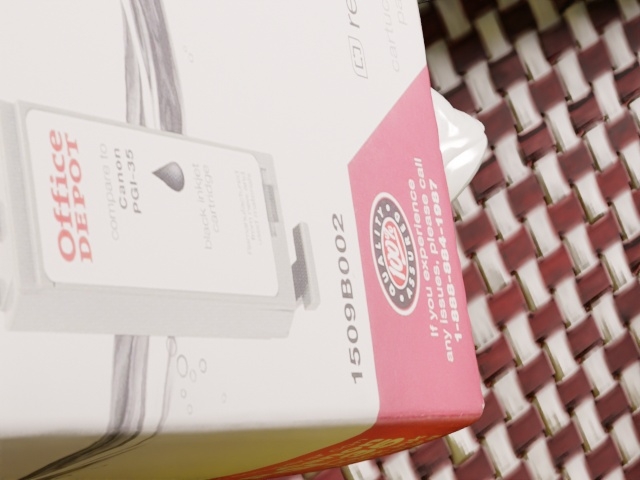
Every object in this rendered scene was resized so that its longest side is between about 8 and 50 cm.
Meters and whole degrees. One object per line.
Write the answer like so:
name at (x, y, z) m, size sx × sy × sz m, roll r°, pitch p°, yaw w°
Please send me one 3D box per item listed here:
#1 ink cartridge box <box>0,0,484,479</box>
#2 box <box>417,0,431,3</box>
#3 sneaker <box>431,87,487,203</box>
ink cartridge box at (-0.085, -0.043, 0.439) m, size 0.283 × 0.117 × 0.207 m, roll 7°, pitch 72°, yaw -61°
box at (0.043, -0.198, 0.686) m, size 0.270 × 0.060 × 0.216 m, roll -18°, pitch 96°, yaw -38°
sneaker at (0.000, 0.000, 0.644) m, size 0.061 × 0.054 × 0.152 m, roll 41°, pitch 56°, yaw -18°
